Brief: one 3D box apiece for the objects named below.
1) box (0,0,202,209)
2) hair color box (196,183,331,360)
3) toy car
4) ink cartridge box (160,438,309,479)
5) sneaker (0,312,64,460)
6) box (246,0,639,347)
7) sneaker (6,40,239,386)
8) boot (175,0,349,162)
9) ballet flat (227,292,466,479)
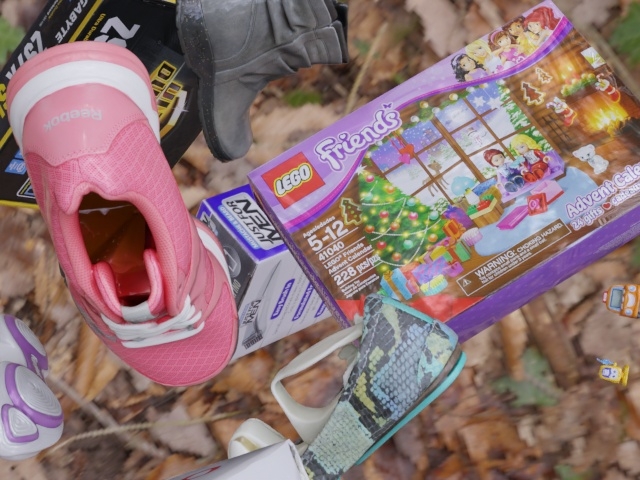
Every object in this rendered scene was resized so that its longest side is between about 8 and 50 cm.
[{"bbox_3d":[-0.239,-0.168,1.783,0.257,0.322,0.079,9,40,-47],"label":"box"},{"bbox_3d":[0.000,0.000,1.761,0.339,0.185,0.110,-23,61,-39],"label":"hair color box"},{"bbox_3d":[0.301,0.096,1.586,0.041,0.060,0.122,10,106,8],"label":"toy car"},{"bbox_3d":[-0.109,0.142,0.437,0.154,0.212,0.093,-21,90,-58],"label":"ink cartridge box"},{"bbox_3d":[-0.386,0.198,1.824,0.152,0.305,0.114,-38,110,1],"label":"sneaker"},{"bbox_3d":[0.117,-0.042,1.227,0.293,0.057,0.201,-31,62,-8],"label":"box"},{"bbox_3d":[-0.129,0.022,1.031,0.116,0.314,0.136,-17,47,2],"label":"sneaker"},{"bbox_3d":[-0.045,-0.169,1.532,0.161,0.246,0.083,-7,54,3],"label":"boot"},{"bbox_3d":[-0.007,0.097,0.766,0.070,0.070,0.188,38,112,-5],"label":"ballet flat"}]
